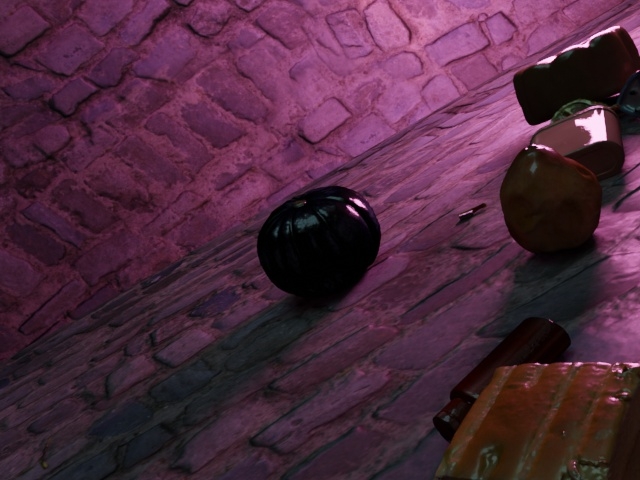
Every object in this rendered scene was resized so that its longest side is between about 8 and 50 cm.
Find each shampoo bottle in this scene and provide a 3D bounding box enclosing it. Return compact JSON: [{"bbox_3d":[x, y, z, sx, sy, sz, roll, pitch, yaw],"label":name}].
[{"bbox_3d":[0.290,0.227,1.176,0.260,0.064,0.102,-37,21,-24],"label":"shampoo bottle"}]

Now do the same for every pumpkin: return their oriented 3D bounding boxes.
[{"bbox_3d":[0.000,0.000,2.050,0.363,0.266,0.363,-23,15,7],"label":"pumpkin"}]

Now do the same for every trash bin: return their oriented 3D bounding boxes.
[{"bbox_3d":[0.663,-0.231,1.875,0.243,0.121,0.247,-22,20,26],"label":"trash bin"}]

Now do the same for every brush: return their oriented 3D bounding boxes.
[{"bbox_3d":[0.422,-0.080,2.002,0.083,0.019,0.021,-26,25,14],"label":"brush"}]

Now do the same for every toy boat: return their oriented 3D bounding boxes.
[{"bbox_3d":[0.899,-0.394,1.887,0.133,0.145,0.332,-21,4,-15],"label":"toy boat"}]

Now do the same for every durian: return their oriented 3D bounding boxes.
[{"bbox_3d":[0.742,-0.333,2.034,0.208,0.102,0.146,-28,57,29],"label":"durian"}]

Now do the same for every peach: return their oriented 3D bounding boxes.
[{"bbox_3d":[0.486,-0.094,1.537,0.214,0.235,0.214,-22,26,11],"label":"peach"}]

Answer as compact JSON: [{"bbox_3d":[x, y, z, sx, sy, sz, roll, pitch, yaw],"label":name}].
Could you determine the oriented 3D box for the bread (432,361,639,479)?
[{"bbox_3d":[0.300,0.267,0.942,0.239,0.111,0.246,-13,22,47],"label":"bread"}]

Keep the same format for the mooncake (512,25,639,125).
[{"bbox_3d":[0.786,-0.505,2.223,0.378,0.201,0.378,-21,2,1],"label":"mooncake"}]
